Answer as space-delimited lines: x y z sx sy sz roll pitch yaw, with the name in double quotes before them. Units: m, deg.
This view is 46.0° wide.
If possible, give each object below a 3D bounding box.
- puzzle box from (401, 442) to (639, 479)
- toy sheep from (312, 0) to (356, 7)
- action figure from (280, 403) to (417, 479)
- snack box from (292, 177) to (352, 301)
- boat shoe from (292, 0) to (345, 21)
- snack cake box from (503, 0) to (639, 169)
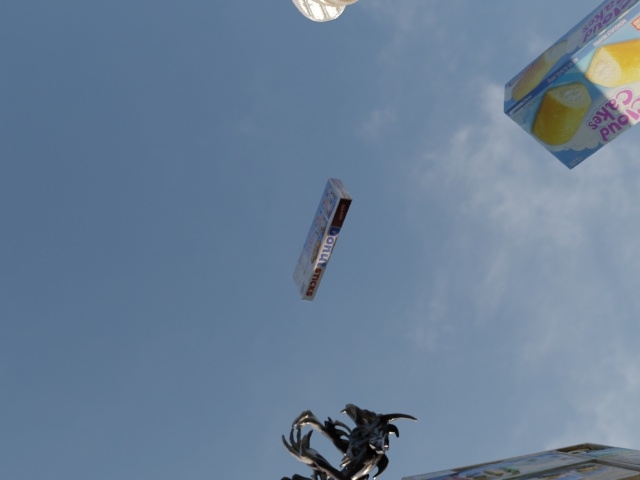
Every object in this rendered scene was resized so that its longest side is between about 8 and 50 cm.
"puzzle box" 0.373 0.401 1.240 0.409 0.272 0.052 -3 -96 -22
"toy sheep" 0.012 -0.290 0.793 0.091 0.132 0.091 -10 -69 -28
"action figure" 0.003 0.312 1.076 0.276 0.164 0.141 -43 -100 -3
"snack box" 0.000 0.000 1.114 0.022 0.064 0.178 9 -62 -22
"boat shoe" -0.016 -0.464 1.078 0.109 0.302 0.094 -8 -135 6
"snack cake box" 0.415 -0.242 1.094 0.152 0.264 0.089 36 -140 -16
